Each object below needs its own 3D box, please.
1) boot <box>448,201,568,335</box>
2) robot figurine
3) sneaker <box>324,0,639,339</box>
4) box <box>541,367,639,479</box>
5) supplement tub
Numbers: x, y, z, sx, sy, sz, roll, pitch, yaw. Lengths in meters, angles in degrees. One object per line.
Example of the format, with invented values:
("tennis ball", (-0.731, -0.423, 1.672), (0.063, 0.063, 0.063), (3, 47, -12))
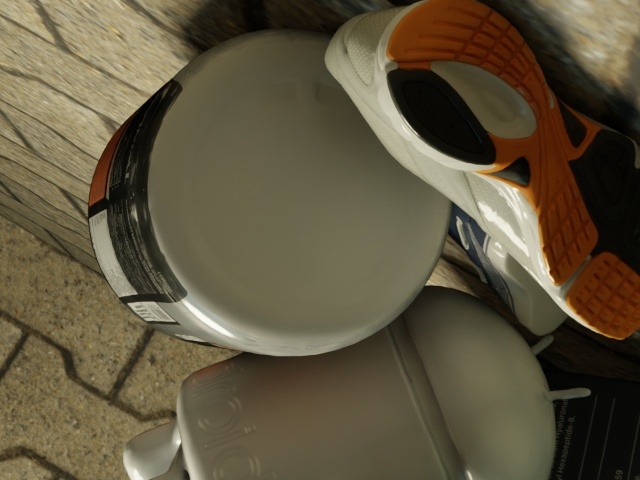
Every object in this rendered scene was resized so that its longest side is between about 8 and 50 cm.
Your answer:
("boot", (0.137, 0.002, 1.025), (0.086, 0.069, 0.190), (41, 173, 30))
("robot figurine", (0.028, 0.159, 1.075), (0.300, 0.353, 0.200), (-109, -4, -62))
("sneaker", (0.108, -0.047, 0.807), (0.262, 0.099, 0.121), (45, 171, -28))
("box", (0.196, 0.270, 1.256), (0.395, 0.212, 0.293), (6, 149, 21))
("supplement tub", (-0.054, -0.024, 1.006), (0.207, 0.207, 0.338), (33, 170, -12))
